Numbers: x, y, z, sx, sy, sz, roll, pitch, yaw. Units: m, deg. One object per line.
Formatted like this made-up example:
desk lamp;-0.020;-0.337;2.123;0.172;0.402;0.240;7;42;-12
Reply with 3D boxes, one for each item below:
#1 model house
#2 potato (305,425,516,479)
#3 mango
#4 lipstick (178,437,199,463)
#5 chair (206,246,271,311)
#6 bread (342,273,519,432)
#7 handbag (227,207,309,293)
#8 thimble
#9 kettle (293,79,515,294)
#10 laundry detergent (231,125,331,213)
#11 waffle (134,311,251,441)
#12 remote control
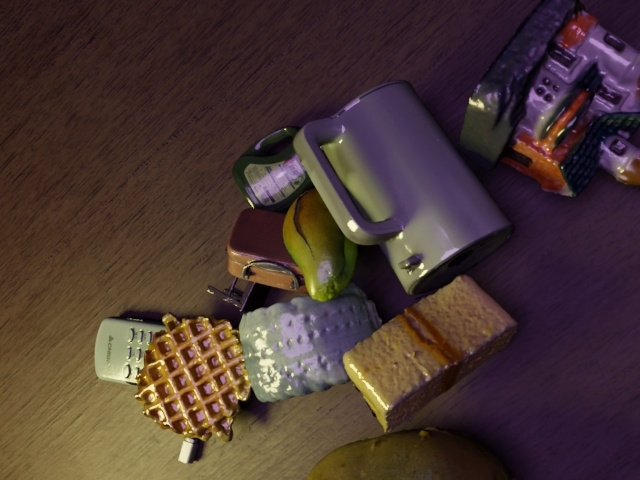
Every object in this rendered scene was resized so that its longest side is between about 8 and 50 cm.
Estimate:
model house;0.405;-0.193;1.125;0.301;0.190;0.271;36;73;12
potato;0.141;0.426;1.187;0.359;0.219;0.270;7;69;29
mango;0.000;0.000;1.229;0.125;0.111;0.233;-16;46;21
lipstick;-0.254;0.389;1.459;0.025;0.025;0.107;14;86;23
chair;-0.097;0.099;1.388;0.212;0.084;0.101;26;92;22
bread;0.182;0.185;1.179;0.266;0.142;0.178;-35;97;-10
handbag;-0.073;0.020;1.333;0.193;0.151;0.072;16;134;9
thimble;-0.012;0.175;1.277;0.250;0.205;0.172;-13;82;0
kettle;0.129;-0.079;1.226;0.265;0.205;0.318;-27;74;-10
laundry detergent;-0.055;-0.151;1.391;0.221;0.078;0.144;-36;77;17
waffle;-0.237;0.257;1.397;0.243;0.059;0.238;12;88;17
remote control;-0.330;0.232;1.487;0.296;0.056;0.140;5;86;22
